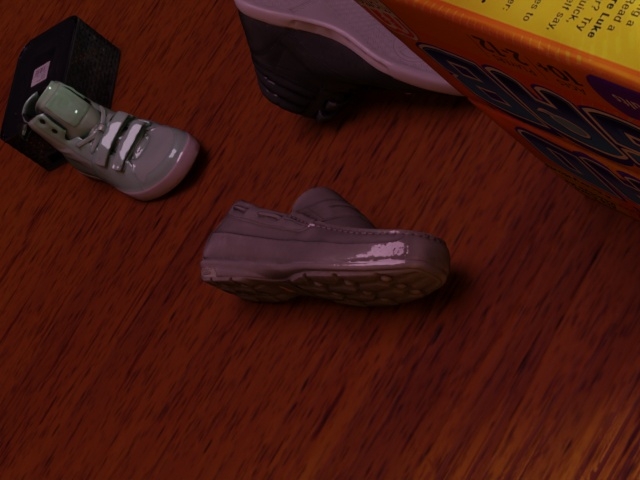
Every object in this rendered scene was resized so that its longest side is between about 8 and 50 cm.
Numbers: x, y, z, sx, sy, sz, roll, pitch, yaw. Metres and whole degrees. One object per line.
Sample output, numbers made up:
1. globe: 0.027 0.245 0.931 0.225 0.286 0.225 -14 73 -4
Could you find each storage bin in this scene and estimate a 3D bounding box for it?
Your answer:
1. storage bin: -0.352 -0.200 1.866 0.122 0.084 0.180 -23 48 33

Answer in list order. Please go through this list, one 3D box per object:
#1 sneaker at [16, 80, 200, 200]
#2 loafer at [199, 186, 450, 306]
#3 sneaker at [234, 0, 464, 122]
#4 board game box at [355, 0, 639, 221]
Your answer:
1. sneaker: -0.267 -0.128 1.669 0.256 0.151 0.094 8 66 47
2. loafer: 0.000 0.000 1.332 0.319 0.112 0.111 1 71 46
3. sneaker: 0.049 -0.183 1.445 0.296 0.147 0.104 21 56 20
4. board game box: 0.304 -0.201 0.968 0.356 0.356 0.356 -56 38 0
